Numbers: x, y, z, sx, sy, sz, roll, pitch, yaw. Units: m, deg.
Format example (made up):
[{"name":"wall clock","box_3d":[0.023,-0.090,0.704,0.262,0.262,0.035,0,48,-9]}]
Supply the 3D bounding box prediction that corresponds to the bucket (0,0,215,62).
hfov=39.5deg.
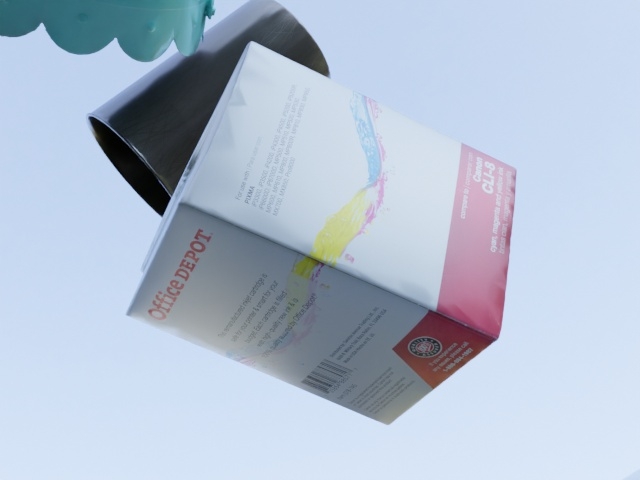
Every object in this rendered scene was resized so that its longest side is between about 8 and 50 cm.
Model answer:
[{"name":"bucket","box_3d":[-0.213,-0.297,0.782,0.281,0.281,0.183,8,-60,-24]}]

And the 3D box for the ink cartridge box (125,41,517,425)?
[{"name":"ink cartridge box","box_3d":[0.000,0.000,0.511,0.176,0.127,0.128,24,-38,-12]}]

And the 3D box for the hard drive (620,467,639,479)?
[{"name":"hard drive","box_3d":[0.235,0.044,0.298,0.307,0.040,0.203,-15,-15,-35]}]

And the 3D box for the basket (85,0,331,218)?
[{"name":"basket","box_3d":[-0.111,-0.142,0.950,0.227,0.204,0.154,-44,-92,-13]}]
